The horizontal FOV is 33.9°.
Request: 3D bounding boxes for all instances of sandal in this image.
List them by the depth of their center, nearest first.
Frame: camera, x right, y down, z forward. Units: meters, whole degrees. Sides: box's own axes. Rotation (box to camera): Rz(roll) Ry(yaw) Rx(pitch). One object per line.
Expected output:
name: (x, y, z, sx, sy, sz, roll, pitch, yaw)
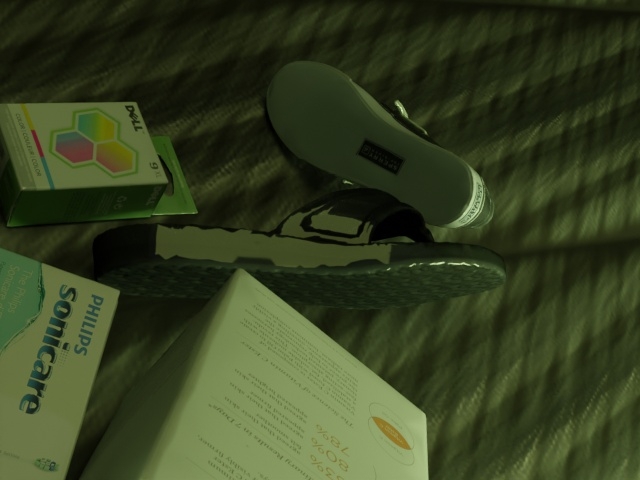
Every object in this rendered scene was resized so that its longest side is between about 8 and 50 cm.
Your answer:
sandal: (0.000, -0.001, 1.046, 0.446, 0.167, 0.107, 5, 72, -27)

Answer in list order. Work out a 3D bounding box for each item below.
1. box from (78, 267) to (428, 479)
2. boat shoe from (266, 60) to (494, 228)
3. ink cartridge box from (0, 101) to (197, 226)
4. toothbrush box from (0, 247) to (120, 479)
box: (-0.052, 0.197, 0.756, 0.215, 0.168, 0.345, 39, 17, -8)
boat shoe: (0.071, -0.108, 1.218, 0.306, 0.113, 0.105, 30, 6, 28)
ink cartridge box: (-0.222, -0.080, 1.061, 0.209, 0.062, 0.109, -5, 57, -35)
toothbrush box: (-0.329, 0.102, 0.801, 0.296, 0.126, 0.216, 20, 49, -15)
